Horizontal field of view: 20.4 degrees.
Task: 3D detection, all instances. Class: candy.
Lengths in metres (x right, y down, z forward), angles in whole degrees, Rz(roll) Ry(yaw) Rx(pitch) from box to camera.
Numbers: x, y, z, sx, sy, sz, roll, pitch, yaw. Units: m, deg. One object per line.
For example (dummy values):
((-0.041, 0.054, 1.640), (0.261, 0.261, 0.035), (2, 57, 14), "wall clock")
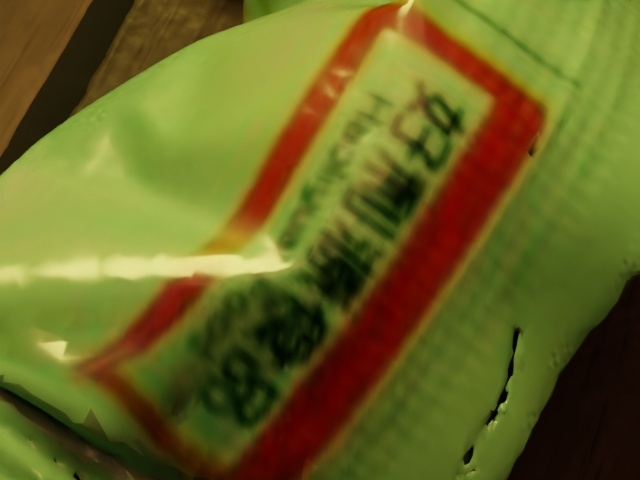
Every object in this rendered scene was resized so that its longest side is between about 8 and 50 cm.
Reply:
((-0.003, 0.002, 0.704), (0.263, 0.172, 0.398), (35, 69, -6), "candy")
